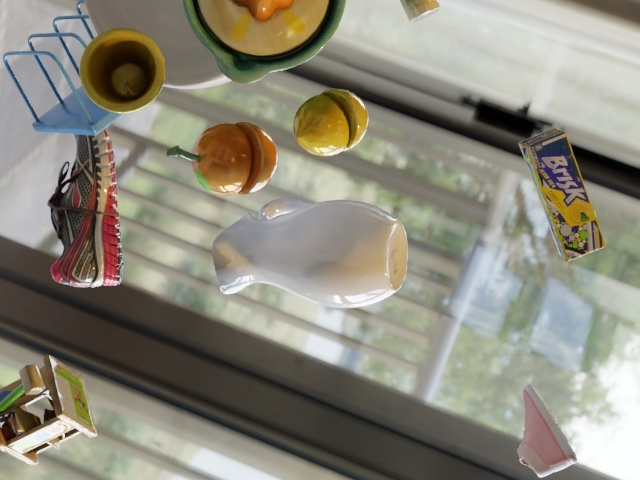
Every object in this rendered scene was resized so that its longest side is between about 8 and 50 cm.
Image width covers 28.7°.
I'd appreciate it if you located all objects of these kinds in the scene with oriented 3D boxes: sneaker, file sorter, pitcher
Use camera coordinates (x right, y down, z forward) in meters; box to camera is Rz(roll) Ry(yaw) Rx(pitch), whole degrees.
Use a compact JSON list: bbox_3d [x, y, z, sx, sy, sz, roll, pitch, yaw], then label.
[{"bbox_3d":[0.284,0.257,1.671,0.070,0.134,0.051,-35,135,11],"label":"sneaker"},{"bbox_3d":[-0.375,-0.076,1.968,0.121,0.112,0.299,119,-34,-76],"label":"sneaker"},{"bbox_3d":[-0.254,-0.210,1.419,0.170,0.118,0.104,-45,125,-32],"label":"file sorter"},{"bbox_3d":[0.000,0.000,1.481,0.178,0.207,0.125,-60,145,-49],"label":"pitcher"}]

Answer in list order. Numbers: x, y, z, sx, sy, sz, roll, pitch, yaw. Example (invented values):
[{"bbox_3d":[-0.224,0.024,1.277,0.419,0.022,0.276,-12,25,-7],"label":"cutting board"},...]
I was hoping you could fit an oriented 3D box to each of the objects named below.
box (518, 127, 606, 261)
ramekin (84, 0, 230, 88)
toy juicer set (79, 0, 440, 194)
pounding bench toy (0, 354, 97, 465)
[{"bbox_3d":[0.324,-0.062,1.680,0.054,0.059,0.169,-107,175,-78],"label":"box"},{"bbox_3d":[-0.098,-0.284,1.244,0.127,0.273,0.273,-7,120,-60],"label":"ramekin"},{"bbox_3d":[-0.019,-0.179,1.029,0.329,0.209,0.089,-45,180,-4],"label":"toy juicer set"},{"bbox_3d":[-0.218,0.123,0.923,0.083,0.065,0.052,52,14,-57],"label":"pounding bench toy"}]
